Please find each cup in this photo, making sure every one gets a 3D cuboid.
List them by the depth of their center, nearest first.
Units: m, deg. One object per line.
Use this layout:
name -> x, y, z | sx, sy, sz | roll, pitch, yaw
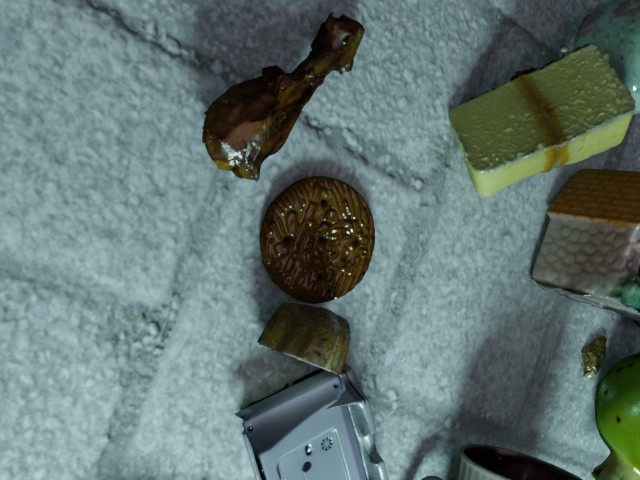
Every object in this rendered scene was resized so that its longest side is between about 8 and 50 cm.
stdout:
cup -> 0.281, 0.484, 1.024 | 0.288, 0.208, 0.273 | 14, 90, -29

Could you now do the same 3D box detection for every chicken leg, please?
chicken leg -> -0.043, -0.201, 0.865 | 0.304, 0.093, 0.113 | -47, 131, -25

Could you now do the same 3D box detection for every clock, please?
clock -> -0.003, 0.325, 0.930 | 0.186, 0.083, 0.253 | -21, 104, -24

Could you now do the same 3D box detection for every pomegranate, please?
pomegranate -> 0.626, 0.359, 1.179 | 0.260, 0.260, 0.341 | 44, 78, -24

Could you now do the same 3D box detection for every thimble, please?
thimble -> 0.527, -0.317, 1.083 | 0.185, 0.149, 0.211 | 8, 84, -46

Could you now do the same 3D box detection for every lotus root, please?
lotus root -> -0.022, 0.134, 0.888 | 0.122, 0.112, 0.081 | 36, 65, -57

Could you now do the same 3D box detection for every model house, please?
model house -> 0.537, 0.008, 1.112 | 0.237, 0.202, 0.237 | 19, 87, -28

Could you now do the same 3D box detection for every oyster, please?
oyster -> 0.527, 0.225, 1.226 | 0.051, 0.034, 0.093 | 18, 82, -35

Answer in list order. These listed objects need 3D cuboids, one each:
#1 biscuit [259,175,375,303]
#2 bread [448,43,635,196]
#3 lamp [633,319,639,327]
biscuit -> 0.001, 0.000, 0.932 | 0.187, 0.027, 0.188 | -3, 97, -28
bread -> 0.352, -0.174, 1.011 | 0.266, 0.142, 0.178 | -24, 121, 9
lamp -> 0.691, 0.098, 1.231 | 0.161, 0.161, 0.185 | 7, 94, -28
